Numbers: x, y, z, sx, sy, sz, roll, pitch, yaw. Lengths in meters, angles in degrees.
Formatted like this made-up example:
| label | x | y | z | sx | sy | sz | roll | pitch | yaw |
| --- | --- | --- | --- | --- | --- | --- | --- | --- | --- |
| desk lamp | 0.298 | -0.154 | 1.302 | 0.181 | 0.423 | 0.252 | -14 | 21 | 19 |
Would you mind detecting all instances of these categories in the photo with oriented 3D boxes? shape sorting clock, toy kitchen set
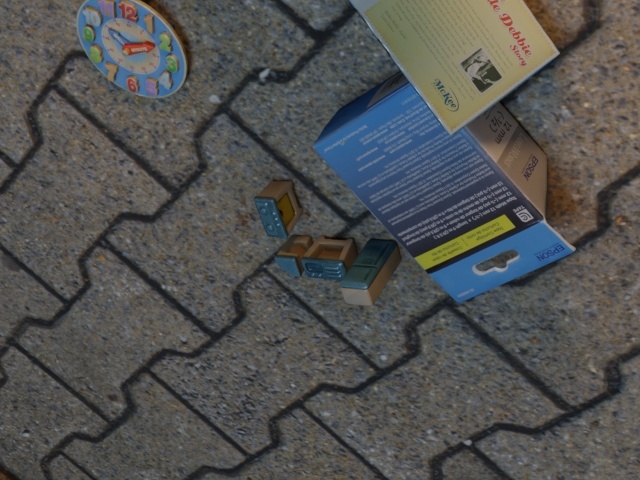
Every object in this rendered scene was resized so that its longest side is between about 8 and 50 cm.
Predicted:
| label | x | y | z | sx | sy | sz | roll | pitch | yaw |
| --- | --- | --- | --- | --- | --- | --- | --- | --- | --- |
| shape sorting clock | -0.307 | -0.314 | 2.216 | 0.206 | 0.040 | 0.206 | 18 | 136 | 18 |
| toy kitchen set | 0.000 | 0.000 | 2.249 | 0.207 | 0.122 | 0.166 | 4 | 130 | 30 |

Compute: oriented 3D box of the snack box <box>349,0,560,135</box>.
| label | x | y | z | sx | sy | sz | roll | pitch | yaw |
| --- | --- | --- | --- | --- | --- | --- | --- | --- | --- |
| snack box | 0.153 | -0.321 | 1.821 | 0.187 | 0.060 | 0.322 | -37 | 108 | 6 |

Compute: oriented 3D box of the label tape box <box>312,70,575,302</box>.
| label | x | y | z | sx | sy | sz | roll | pitch | yaw |
| --- | --- | --- | --- | --- | --- | --- | --- | --- | --- |
| label tape box | 0.196 | -0.093 | 2.045 | 0.347 | 0.115 | 0.249 | 46 | 137 | -15 |
